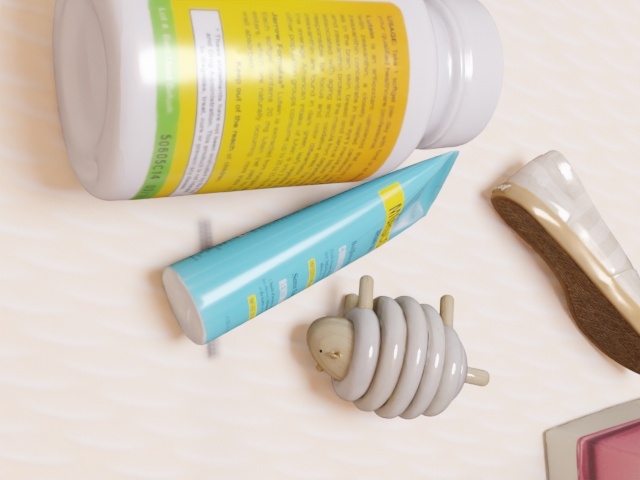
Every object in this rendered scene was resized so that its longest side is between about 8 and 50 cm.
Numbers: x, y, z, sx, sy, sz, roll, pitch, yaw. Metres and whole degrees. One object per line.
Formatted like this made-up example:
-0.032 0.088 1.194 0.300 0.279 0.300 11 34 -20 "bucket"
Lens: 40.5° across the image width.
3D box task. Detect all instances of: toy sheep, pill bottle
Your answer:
0.054 0.077 0.581 0.132 0.091 0.091 12 83 -10 "toy sheep"
-0.019 -0.099 0.511 0.245 0.136 0.136 -7 92 -29 "pill bottle"

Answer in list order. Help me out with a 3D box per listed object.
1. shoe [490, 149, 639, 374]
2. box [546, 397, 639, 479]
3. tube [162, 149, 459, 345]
0.220 0.023 0.679 0.058 0.076 0.219 -47 108 -16 "shoe"
0.295 0.213 0.628 0.126 0.232 0.149 -9 93 -29 "box"
0.000 0.000 0.565 0.207 0.080 0.052 -26 72 -25 "tube"
